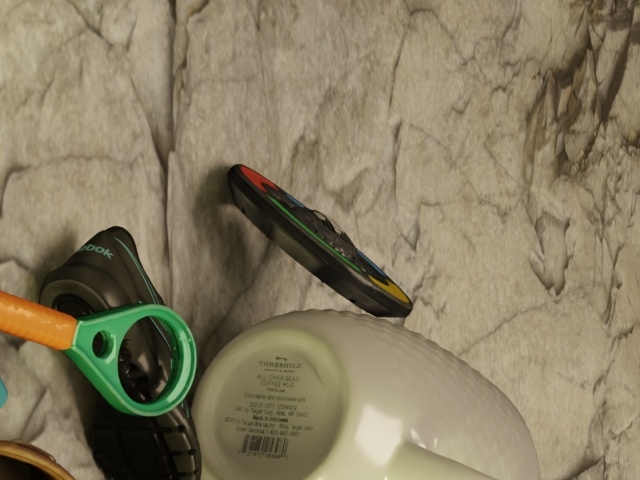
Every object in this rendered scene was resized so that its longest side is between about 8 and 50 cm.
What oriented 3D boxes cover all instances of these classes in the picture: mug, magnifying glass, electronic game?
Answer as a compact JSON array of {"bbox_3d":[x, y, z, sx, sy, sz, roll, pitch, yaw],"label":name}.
[{"bbox_3d":[0.066,0.217,1.835,0.328,0.374,0.276,37,74,-56],"label":"mug"},{"bbox_3d":[-0.181,0.079,1.523,0.231,0.026,0.092,23,75,-46],"label":"magnifying glass"},{"bbox_3d":[0.000,0.000,1.916,0.048,0.229,0.229,-51,155,6],"label":"electronic game"}]

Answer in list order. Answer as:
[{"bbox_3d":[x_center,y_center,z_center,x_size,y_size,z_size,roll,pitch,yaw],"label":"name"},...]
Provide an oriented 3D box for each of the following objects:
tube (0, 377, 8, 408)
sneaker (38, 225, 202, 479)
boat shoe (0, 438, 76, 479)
[{"bbox_3d":[-0.291,0.042,1.403,0.080,0.052,0.207,-84,157,-57],"label":"tube"},{"bbox_3d":[-0.152,0.110,1.658,0.106,0.101,0.267,-66,147,-50],"label":"sneaker"},{"bbox_3d":[-0.273,0.178,1.339,0.324,0.116,0.123,4,85,-67],"label":"boat shoe"}]
